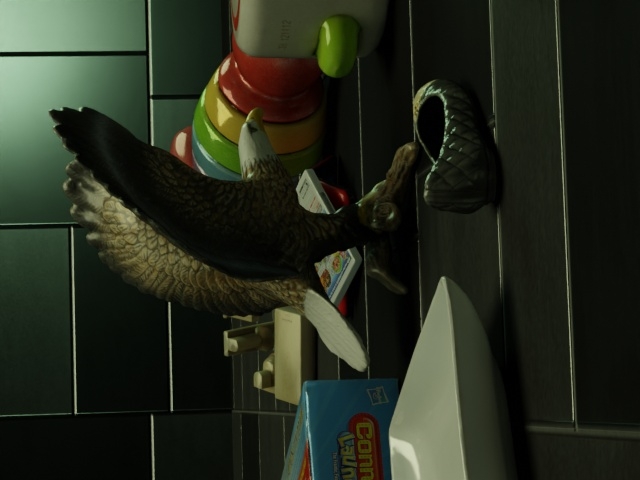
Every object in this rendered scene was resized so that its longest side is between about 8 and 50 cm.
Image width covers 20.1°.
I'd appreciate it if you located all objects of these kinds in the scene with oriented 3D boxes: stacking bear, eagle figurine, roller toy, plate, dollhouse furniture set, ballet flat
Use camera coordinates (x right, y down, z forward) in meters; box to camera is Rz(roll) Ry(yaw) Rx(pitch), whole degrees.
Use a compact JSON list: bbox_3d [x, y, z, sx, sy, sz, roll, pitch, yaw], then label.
[{"bbox_3d":[-0.061,-0.154,2.022,0.289,0.175,0.164,107,164,-47],"label":"stacking bear"},{"bbox_3d":[-0.079,-0.020,1.549,0.225,0.298,0.226,-103,14,-58],"label":"eagle figurine"},{"bbox_3d":[-0.019,-0.262,1.639,0.209,0.146,0.191,-105,16,-65],"label":"roller toy"},{"bbox_3d":[0.094,0.203,1.211,0.277,0.045,0.278,103,164,-61],"label":"plate"},{"bbox_3d":[-0.028,0.115,2.283,0.151,0.123,0.144,11,105,47],"label":"dollhouse furniture set"},{"bbox_3d":[0.082,-0.070,1.234,0.173,0.049,0.057,-106,17,-64],"label":"ballet flat"}]

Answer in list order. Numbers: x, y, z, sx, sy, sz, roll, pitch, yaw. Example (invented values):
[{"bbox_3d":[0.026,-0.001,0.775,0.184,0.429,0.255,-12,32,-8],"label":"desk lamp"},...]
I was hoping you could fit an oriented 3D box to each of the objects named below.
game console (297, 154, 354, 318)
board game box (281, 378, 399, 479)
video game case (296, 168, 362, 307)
[{"bbox_3d":[0.020,-0.005,1.916,0.124,0.085,0.144,23,119,48],"label":"game console"},{"bbox_3d":[0.023,0.322,1.645,0.308,0.086,0.302,102,165,-63],"label":"board game box"},{"bbox_3d":[0.000,0.000,1.850,0.122,0.011,0.087,62,145,29],"label":"video game case"}]
